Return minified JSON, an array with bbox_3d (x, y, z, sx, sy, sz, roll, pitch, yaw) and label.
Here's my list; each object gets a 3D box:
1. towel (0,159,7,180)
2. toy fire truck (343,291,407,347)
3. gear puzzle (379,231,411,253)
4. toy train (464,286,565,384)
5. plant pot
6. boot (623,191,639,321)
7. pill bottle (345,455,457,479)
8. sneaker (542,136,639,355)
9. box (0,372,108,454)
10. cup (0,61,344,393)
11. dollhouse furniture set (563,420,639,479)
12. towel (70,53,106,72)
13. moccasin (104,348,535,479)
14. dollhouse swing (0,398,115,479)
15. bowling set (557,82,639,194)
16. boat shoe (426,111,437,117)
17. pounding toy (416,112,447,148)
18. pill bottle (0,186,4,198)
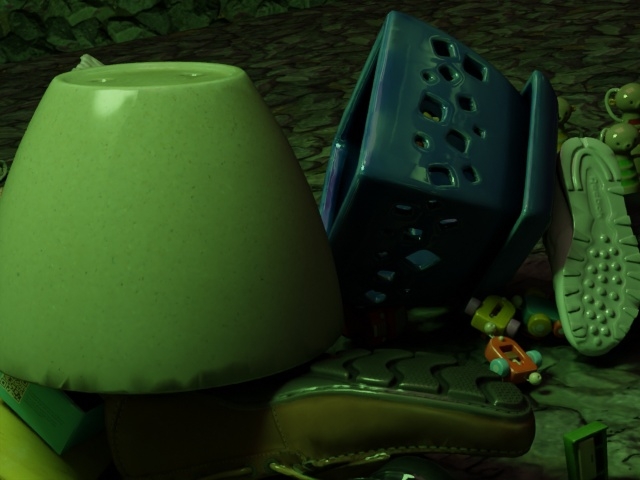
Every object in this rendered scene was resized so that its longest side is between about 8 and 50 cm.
[{"bbox_3d":[-0.675,-0.081,2.156,0.187,0.049,0.282,1,21,20],"label":"towel"},{"bbox_3d":[0.054,0.061,1.501,0.135,0.047,0.192,-17,24,-31],"label":"toy fire truck"},{"bbox_3d":[0.000,0.000,1.534,0.339,0.044,0.175,-1,21,2],"label":"gear puzzle"},{"bbox_3d":[0.214,0.106,1.334,0.166,0.046,0.125,-11,44,-39],"label":"toy train"},{"bbox_3d":[0.124,-0.065,1.379,0.212,0.236,0.236,15,53,-7],"label":"plant pot"},{"bbox_3d":[0.544,-0.012,1.370,0.445,0.146,0.367,-11,12,-18],"label":"boot"},{"bbox_3d":[0.019,0.244,0.907,0.123,0.122,0.219,7,25,35],"label":"pill bottle"},{"bbox_3d":[0.274,0.013,1.352,0.090,0.235,0.095,9,-24,-16],"label":"sneaker"},{"bbox_3d":[-0.198,0.115,1.266,0.100,0.060,0.244,41,30,15],"label":"box"},{"bbox_3d":[-0.144,-0.032,1.154,0.331,0.237,0.331,-1,15,0],"label":"cup"},{"bbox_3d":[0.261,0.200,1.030,0.076,0.058,0.152,-18,22,-24],"label":"dollhouse furniture set"},{"bbox_3d":[-0.225,-0.110,1.784,0.317,0.053,0.332,34,18,-15],"label":"towel"},{"bbox_3d":[-0.005,0.176,1.106,0.380,0.147,0.139,-7,5,14],"label":"moccasin"},{"bbox_3d":[-0.377,0.179,1.322,0.315,0.305,0.347,-45,3,29],"label":"dollhouse swing"},{"bbox_3d":[0.441,-0.119,1.693,0.287,0.154,0.200,-13,20,-14],"label":"bowling set"},{"bbox_3d":[0.245,-0.189,2.093,0.099,0.116,0.319,-51,31,6],"label":"boat shoe"},{"bbox_3d":[0.073,-0.129,1.858,0.155,0.154,0.269,5,23,31],"label":"pounding toy"},{"bbox_3d":[-0.386,-0.020,1.777,0.216,0.121,0.121,-8,20,-2],"label":"pill bottle"}]
